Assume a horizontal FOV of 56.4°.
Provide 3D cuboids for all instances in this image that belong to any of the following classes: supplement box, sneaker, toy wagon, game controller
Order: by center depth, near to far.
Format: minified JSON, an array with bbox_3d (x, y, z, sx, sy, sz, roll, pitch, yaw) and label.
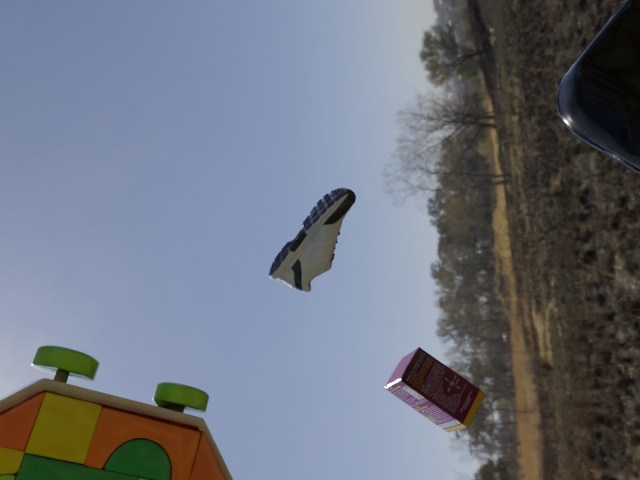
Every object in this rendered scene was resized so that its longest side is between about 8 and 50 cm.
[{"bbox_3d":[0.350,-0.192,0.498,0.166,0.319,0.067,39,179,31],"label":"game controller"},{"bbox_3d":[-0.173,0.258,0.535,0.344,0.068,0.267,26,-117,-29],"label":"toy wagon"},{"bbox_3d":[0.000,0.000,0.539,0.044,0.109,0.040,34,-162,-13],"label":"sneaker"},{"bbox_3d":[0.118,0.156,0.621,0.043,0.083,0.055,-54,-3,-25],"label":"supplement box"}]
